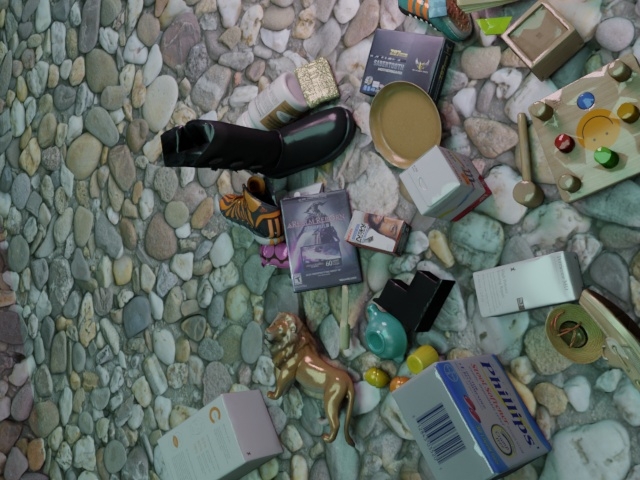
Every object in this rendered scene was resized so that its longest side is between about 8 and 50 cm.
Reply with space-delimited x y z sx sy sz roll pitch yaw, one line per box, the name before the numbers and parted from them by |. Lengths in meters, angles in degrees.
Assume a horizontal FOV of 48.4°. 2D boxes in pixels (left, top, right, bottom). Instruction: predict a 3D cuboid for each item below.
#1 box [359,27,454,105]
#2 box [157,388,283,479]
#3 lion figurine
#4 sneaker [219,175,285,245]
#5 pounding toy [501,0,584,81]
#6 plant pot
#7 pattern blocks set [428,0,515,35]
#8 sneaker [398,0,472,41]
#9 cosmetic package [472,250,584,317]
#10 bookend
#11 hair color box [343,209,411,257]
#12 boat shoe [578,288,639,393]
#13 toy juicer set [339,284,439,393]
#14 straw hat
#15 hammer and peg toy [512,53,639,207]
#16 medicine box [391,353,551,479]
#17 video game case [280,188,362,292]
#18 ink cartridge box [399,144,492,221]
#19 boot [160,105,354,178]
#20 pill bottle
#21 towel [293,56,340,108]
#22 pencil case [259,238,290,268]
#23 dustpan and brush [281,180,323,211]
box | 0.230 -0.466 1.928 0.232 0.059 0.183 22 100 37
box | -0.316 0.637 2.209 0.345 0.168 0.215 -38 64 31
lion figurine | -0.014 0.387 2.030 0.392 0.142 0.240 30 98 22
sneaker | -0.208 -0.124 2.159 0.321 0.124 0.180 29 133 44
pounding toy | 0.538 -0.513 1.672 0.206 0.094 0.181 -42 58 18
plant pot | 0.229 -0.306 1.891 0.236 0.032 0.236 21 122 39
pattern blocks set | 0.421 -0.646 1.733 0.324 0.026 0.285 6 100 14
sneaker | 0.284 -0.622 1.882 0.302 0.108 0.121 59 140 19
cosmetic package | 0.486 0.105 1.666 0.231 0.085 0.117 -20 75 37
bookend | 0.242 0.134 1.864 0.157 0.072 0.156 35 107 36
hair color box | 0.154 -0.020 1.946 0.167 0.053 0.093 14 79 37
boat shoe | 0.647 0.236 1.516 0.098 0.109 0.302 -48 65 24
toy juicer set | 0.162 0.286 1.920 0.329 0.089 0.209 41 129 30
straw hat | 0.563 0.214 1.605 0.061 0.144 0.144 111 143 -68
hammer and peg toy | 0.569 -0.228 1.596 0.361 0.127 0.266 -26 71 34
medicine box | 0.345 0.413 1.621 0.149 0.289 0.263 -43 62 30
video game case | 0.000 0.000 2.028 0.196 0.026 0.274 -9 79 0
ink cartridge box | 0.310 -0.138 1.764 0.127 0.176 0.128 -41 63 29
boot | -0.167 -0.289 1.984 0.367 0.445 0.146 -29 70 34
pill bottle | -0.146 -0.397 2.177 0.229 0.131 0.131 -33 67 32
towel | -0.009 -0.470 2.116 0.110 0.027 0.148 -22 70 4
pencil case | -0.085 0.044 2.121 0.209 0.095 0.098 3 54 40
dustpan and brush | -0.064 -0.072 2.108 0.147 0.060 0.211 -13 68 37
